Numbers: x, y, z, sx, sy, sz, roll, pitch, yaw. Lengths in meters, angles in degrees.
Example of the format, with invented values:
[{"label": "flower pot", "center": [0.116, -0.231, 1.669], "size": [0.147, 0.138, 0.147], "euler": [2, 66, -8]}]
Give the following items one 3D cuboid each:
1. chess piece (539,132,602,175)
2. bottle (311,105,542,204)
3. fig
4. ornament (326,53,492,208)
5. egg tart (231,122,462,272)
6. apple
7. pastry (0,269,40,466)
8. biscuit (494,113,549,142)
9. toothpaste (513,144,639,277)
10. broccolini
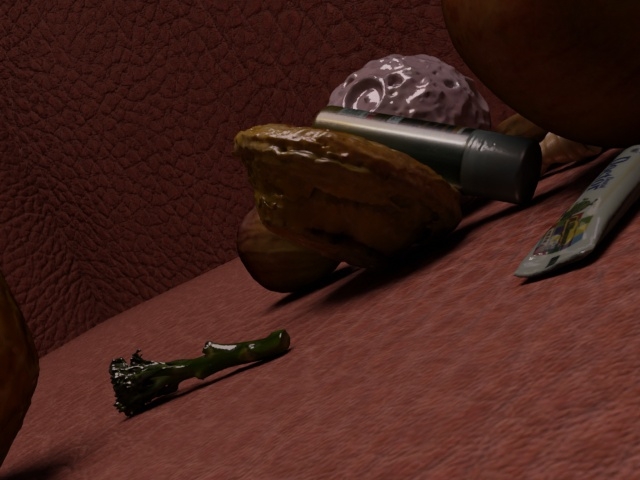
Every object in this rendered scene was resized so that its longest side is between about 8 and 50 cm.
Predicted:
[{"label": "chess piece", "center": [0.308, -0.121, 1.193], "size": [0.122, 0.066, 0.066], "euler": [-27, 2, 44]}, {"label": "bottle", "center": [0.125, -0.108, 1.098], "size": [0.286, 0.082, 0.082], "euler": [14, 26, 30]}, {"label": "fig", "center": [-0.010, -0.013, 1.238], "size": [0.230, 0.143, 0.160], "euler": [-25, -4, 40]}, {"label": "ornament", "center": [0.119, -0.146, 1.286], "size": [0.259, 0.259, 0.225], "euler": [-25, -38, 26]}, {"label": "egg tart", "center": [0.023, -0.042, 1.052], "size": [0.294, 0.294, 0.123], "euler": [167, 123, -74]}, {"label": "apple", "center": [0.332, -0.301, 0.980], "size": [0.400, 0.400, 0.333], "euler": [-26, 17, 0]}, {"label": "pastry", "center": [-0.439, 0.116, 0.822], "size": [0.388, 0.389, 0.312], "euler": [-23, -12, 39]}, {"label": "biscuit", "center": [0.431, -0.198, 1.269], "size": [0.375, 0.051, 0.269], "euler": [-20, -6, 20]}, {"label": "toothpaste", "center": [0.235, -0.033, 0.726], "size": [0.067, 0.037, 0.255], "euler": [-23, 9, 44]}, {"label": "broccolini", "center": [-0.120, 0.129, 0.913], "size": [0.216, 0.058, 0.067], "euler": [-17, 48, 22]}]
